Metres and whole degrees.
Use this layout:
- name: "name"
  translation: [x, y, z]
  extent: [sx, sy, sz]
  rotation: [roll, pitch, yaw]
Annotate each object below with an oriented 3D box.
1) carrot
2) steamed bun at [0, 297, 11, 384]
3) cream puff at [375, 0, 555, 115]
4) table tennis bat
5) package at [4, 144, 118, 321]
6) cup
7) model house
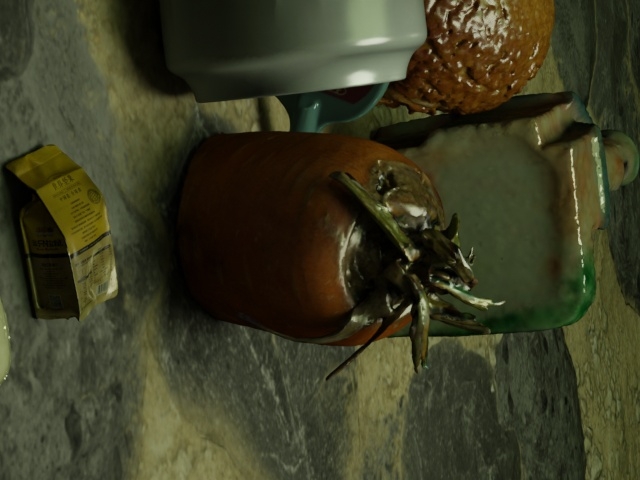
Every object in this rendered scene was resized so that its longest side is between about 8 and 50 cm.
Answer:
- name: "carrot"
  translation: [0.000, 0.000, 1.509]
  extent: [0.214, 0.331, 0.193]
  rotation: [-27, 116, -45]
- name: "steamed bun"
  translation: [-0.269, 0.064, 1.094]
  extent: [0.130, 0.091, 0.112]
  rotation: [-37, 117, -59]
- name: "cream puff"
  translation: [0.098, -0.241, 1.757]
  extent: [0.212, 0.303, 0.303]
  rotation: [-63, 162, 17]
- name: "table tennis bat"
  translation: [-0.005, -0.155, 1.665]
  extent: [0.040, 0.153, 0.244]
  rotation: [-34, 144, -55]
- name: "package"
  translation: [-0.201, -0.006, 1.311]
  extent: [0.071, 0.047, 0.131]
  rotation: [-32, 118, -60]
- name: "cup"
  translation: [0.004, -0.301, 1.496]
  extent: [0.237, 0.322, 0.327]
  rotation: [-162, -116, -77]
- name: "model house"
  translation: [0.195, -0.039, 1.892]
  extent: [0.280, 0.312, 0.245]
  rotation: [-25, 107, -62]
